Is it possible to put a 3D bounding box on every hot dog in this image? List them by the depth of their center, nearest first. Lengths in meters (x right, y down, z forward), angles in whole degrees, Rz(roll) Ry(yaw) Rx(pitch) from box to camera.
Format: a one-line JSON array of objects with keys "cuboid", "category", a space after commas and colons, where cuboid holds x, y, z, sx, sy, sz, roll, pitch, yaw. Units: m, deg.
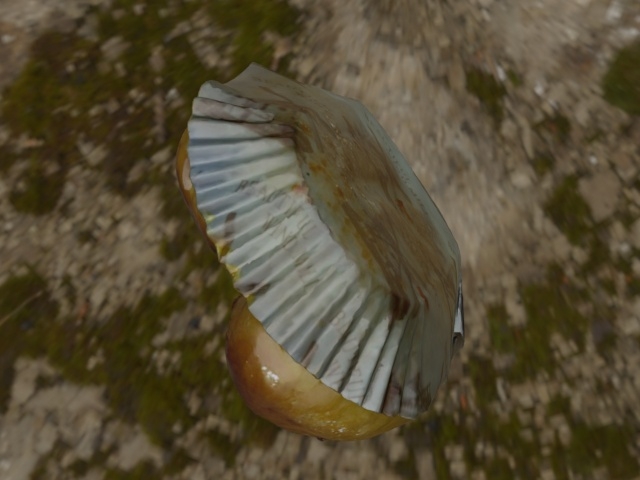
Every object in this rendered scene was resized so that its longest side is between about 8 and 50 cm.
[{"cuboid": [0.000, 0.000, 0.777, 0.082, 0.270, 0.162, -30, 91, 12], "category": "hot dog"}]
